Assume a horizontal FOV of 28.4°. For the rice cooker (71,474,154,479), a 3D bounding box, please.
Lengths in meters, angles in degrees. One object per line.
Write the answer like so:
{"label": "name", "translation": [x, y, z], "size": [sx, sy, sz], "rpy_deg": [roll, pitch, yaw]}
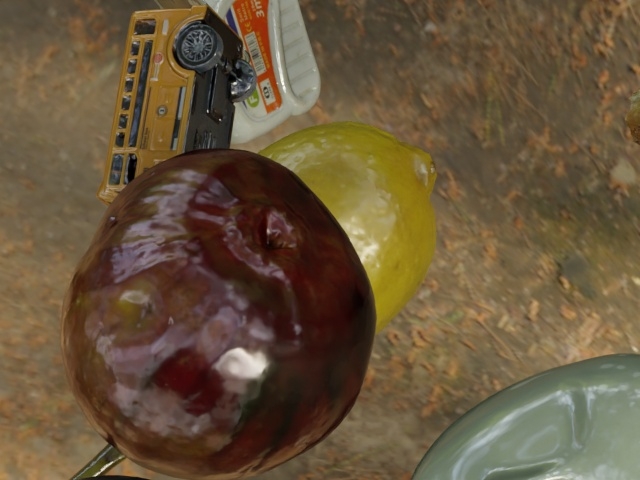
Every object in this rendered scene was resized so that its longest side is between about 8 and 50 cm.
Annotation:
{"label": "rice cooker", "translation": [-0.085, 0.223, 0.439], "size": [0.224, 0.267, 0.267], "rpy_deg": [-30, 67, 8]}

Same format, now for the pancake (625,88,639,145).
{"label": "pancake", "translation": [0.351, -0.055, 0.902], "size": [0.266, 0.244, 0.057], "rpy_deg": [16, 80, 26]}

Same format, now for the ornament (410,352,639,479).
{"label": "ornament", "translation": [0.051, 0.087, 0.394], "size": [0.156, 0.081, 0.075], "rpy_deg": [-24, 67, 15]}

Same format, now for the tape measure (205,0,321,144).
{"label": "tape measure", "translation": [-0.123, -0.293, 1.924], "size": [0.130, 0.265, 0.258], "rpy_deg": [5, 120, 43]}

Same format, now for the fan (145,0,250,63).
{"label": "fan", "translation": [-0.133, -0.212, 1.187], "size": [0.009, 0.132, 0.220], "rpy_deg": [-45, 23, -11]}

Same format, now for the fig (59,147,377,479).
{"label": "fig", "translation": [-0.075, 0.073, 0.788], "size": [0.249, 0.186, 0.204], "rpy_deg": [117, 157, -45]}

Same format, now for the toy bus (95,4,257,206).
{"label": "toy bus", "translation": [-0.109, -0.070, 0.934], "size": [0.088, 0.083, 0.194], "rpy_deg": [3, 77, 19]}

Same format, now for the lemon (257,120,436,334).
{"label": "lemon", "translation": [-0.004, 0.003, 1.331], "size": [0.263, 0.236, 0.236], "rpy_deg": [-35, 62, -21]}
